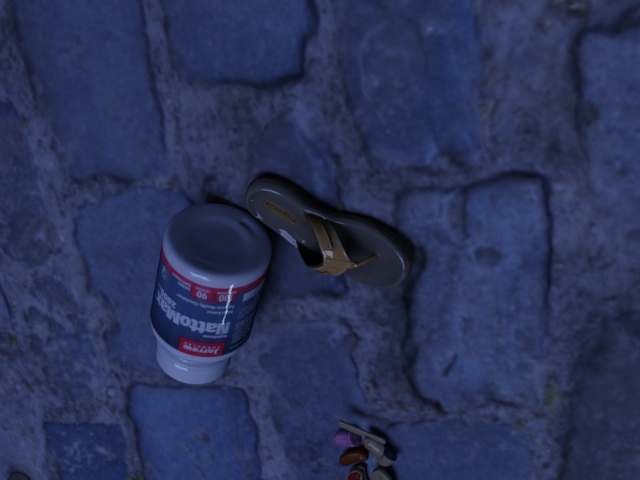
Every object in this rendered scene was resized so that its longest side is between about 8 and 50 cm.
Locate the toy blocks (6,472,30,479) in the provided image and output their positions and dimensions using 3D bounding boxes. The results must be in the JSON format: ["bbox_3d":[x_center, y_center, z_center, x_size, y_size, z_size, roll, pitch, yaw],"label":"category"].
[{"bbox_3d":[-0.481,0.528,1.707,0.309,0.260,0.288,47,136,-7],"label":"toy blocks"}]

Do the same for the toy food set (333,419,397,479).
[{"bbox_3d":[0.049,0.237,1.305,0.078,0.019,0.122,20,140,20],"label":"toy food set"}]

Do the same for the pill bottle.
[{"bbox_3d":[-0.117,0.061,1.212,0.108,0.108,0.180,28,135,12],"label":"pill bottle"}]

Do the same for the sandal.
[{"bbox_3d":[0.000,0.000,1.129,0.180,0.049,0.072,28,134,12],"label":"sandal"}]
